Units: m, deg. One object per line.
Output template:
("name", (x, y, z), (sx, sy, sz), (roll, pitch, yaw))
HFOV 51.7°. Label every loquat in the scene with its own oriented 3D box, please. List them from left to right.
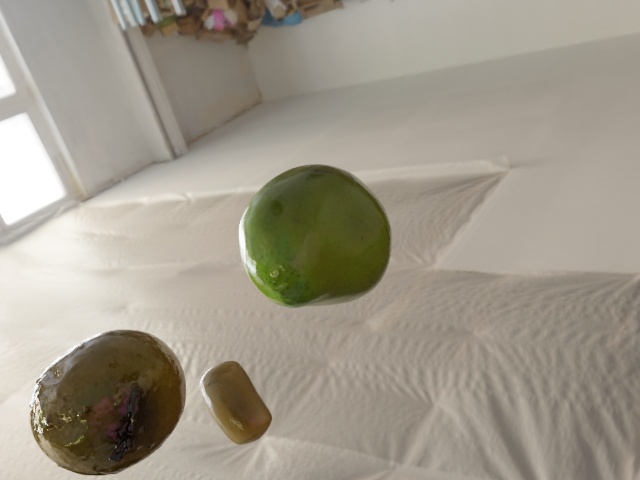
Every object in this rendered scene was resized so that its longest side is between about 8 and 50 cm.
("loquat", (-0.241, 0.181, 0.757), (0.172, 0.149, 0.204), (-36, -168, -21))

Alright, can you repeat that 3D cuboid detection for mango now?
("mango", (-0.001, -0.006, 0.530), (0.089, 0.117, 0.163), (-16, 170, 27))

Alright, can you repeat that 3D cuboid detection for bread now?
("bread", (-0.225, 0.419, 1.687), (0.147, 0.217, 0.098), (-46, 163, 28))
